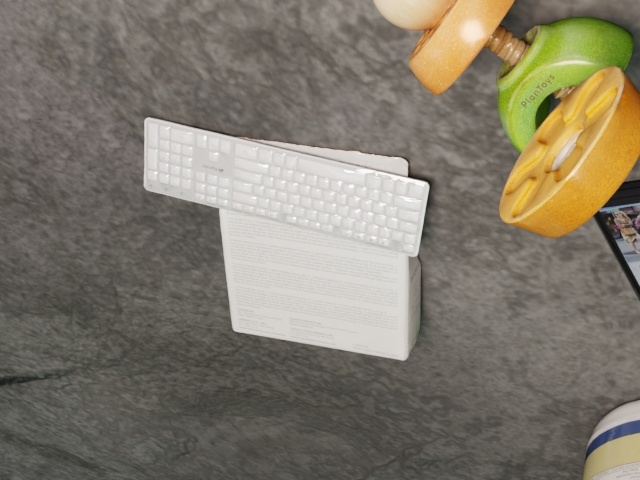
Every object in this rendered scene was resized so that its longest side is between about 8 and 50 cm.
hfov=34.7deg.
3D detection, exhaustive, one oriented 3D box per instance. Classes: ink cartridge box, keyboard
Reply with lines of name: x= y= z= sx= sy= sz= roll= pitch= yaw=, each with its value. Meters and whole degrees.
ink cartridge box: x=0.000 y=0.000 z=0.941 sx=0.181 sy=0.056 sz=0.225 roll=9 pitch=125 yaw=16
keyboard: x=-0.035 y=-0.047 z=0.880 sx=0.256 sy=0.014 sz=0.072 roll=14 pitch=127 yaw=13

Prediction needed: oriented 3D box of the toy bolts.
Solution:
toy bolts: x=0.122 y=-0.143 z=0.563 sx=0.158 sy=0.218 sz=0.228 roll=34 pitch=125 yaw=-9

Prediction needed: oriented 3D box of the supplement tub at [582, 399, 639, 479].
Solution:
supplement tub: x=0.350 y=0.333 z=0.967 sx=0.228 sy=0.316 sz=0.228 roll=13 pitch=145 yaw=9

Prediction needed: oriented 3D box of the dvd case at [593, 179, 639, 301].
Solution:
dvd case: x=0.344 y=0.032 z=0.823 sx=0.180 sy=0.022 sz=0.253 roll=-8 pitch=137 yaw=35
